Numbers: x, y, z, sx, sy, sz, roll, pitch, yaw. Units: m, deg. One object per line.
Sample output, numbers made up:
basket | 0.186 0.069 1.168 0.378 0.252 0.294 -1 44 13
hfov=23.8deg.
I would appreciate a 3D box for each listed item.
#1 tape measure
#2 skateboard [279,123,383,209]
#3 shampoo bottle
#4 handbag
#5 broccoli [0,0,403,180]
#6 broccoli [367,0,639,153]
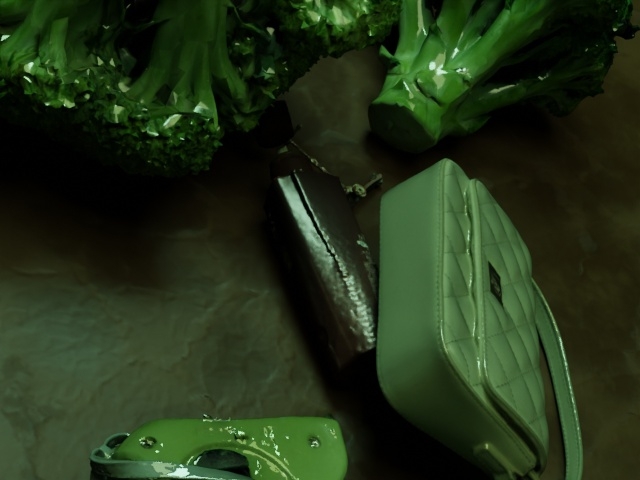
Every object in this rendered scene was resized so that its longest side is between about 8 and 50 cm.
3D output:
tape measure | -0.062 0.182 0.987 0.177 0.087 0.154 3 52 -24
skateboard | 0.011 -0.065 1.285 0.083 0.032 0.064 41 35 6
shampoo bottle | -0.001 -0.001 1.190 0.067 0.068 0.236 -3 55 -33
handbag | 0.134 0.076 1.161 0.219 0.079 0.256 41 32 -30
broccoli | -0.136 -0.221 1.153 0.413 0.321 0.310 21 16 -8
broccoli | 0.131 -0.201 1.354 0.269 0.254 0.269 -5 60 9
